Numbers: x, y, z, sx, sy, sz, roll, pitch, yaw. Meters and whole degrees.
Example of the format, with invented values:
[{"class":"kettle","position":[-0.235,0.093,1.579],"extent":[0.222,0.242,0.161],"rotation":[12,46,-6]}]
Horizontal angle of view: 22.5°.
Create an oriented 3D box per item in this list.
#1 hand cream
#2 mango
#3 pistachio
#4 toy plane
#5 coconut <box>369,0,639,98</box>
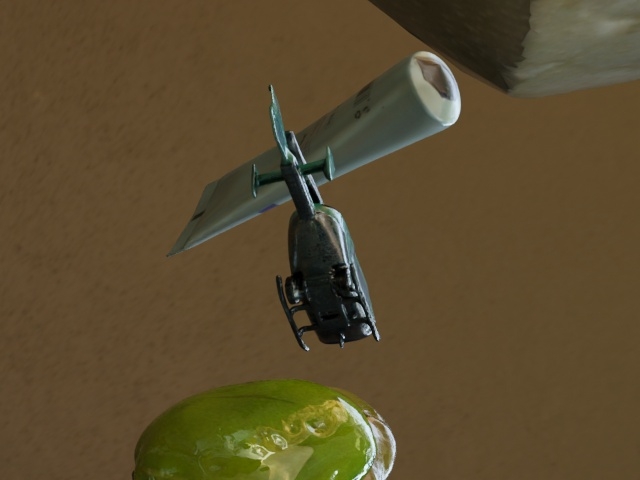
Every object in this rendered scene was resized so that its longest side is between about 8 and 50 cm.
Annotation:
[{"class":"hand cream","position":[-0.012,-0.077,1.419],"extent":[0.067,0.320,0.109],"rotation":[48,-140,-22]},{"class":"mango","position":[-0.046,0.141,1.024],"extent":[0.163,0.117,0.089],"rotation":[-20,-58,-45]},{"class":"pistachio","position":[0.008,0.198,1.459],"extent":[0.100,0.189,0.110],"rotation":[-14,-65,-30]},{"class":"toy plane","position":[0.000,0.000,1.158],"extent":[0.060,0.235,0.096],"rotation":[-9,-138,14]},{"class":"coconut","position":[0.103,-0.232,0.668],"extent":[0.352,0.352,0.353],"rotation":[6,-106,-20]}]
